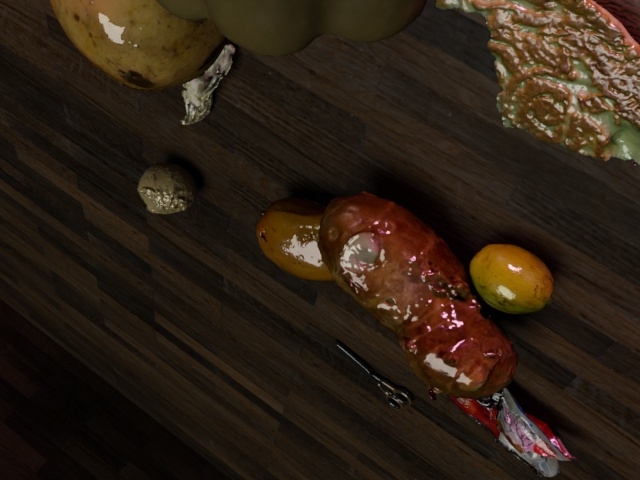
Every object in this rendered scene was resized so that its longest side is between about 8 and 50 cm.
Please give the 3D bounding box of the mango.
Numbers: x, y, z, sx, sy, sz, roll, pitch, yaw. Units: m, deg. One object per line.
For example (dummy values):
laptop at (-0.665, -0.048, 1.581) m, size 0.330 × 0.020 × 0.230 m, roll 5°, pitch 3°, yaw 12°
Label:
mango at (0.000, 0.000, 1.242) m, size 0.248 × 0.151 × 0.156 m, roll 11°, pitch 179°, yaw 20°

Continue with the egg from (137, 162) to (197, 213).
egg at (-0.327, -0.109, 1.454) m, size 0.140 × 0.116 × 0.118 m, roll 16°, pitch 165°, yaw 39°

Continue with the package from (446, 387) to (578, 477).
package at (0.362, 0.347, 1.316) m, size 0.269 × 0.071 × 0.194 m, roll 43°, pitch 146°, yaw 23°

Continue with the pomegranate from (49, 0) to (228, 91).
pomegranate at (-0.256, -0.357, 0.992) m, size 0.281 × 0.281 × 0.281 m, roll 26°, pitch 142°, yaw 22°

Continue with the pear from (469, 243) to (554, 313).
pear at (0.291, 0.061, 1.035) m, size 0.131 × 0.107 × 0.107 m, roll 38°, pitch 146°, yaw 19°

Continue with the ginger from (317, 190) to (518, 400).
ginger at (0.161, 0.097, 1.085) m, size 0.176 × 0.254 × 0.418 m, roll -40°, pitch 106°, yaw 10°

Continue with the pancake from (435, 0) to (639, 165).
pancake at (0.287, -0.196, 0.813) m, size 0.376 × 0.054 × 0.197 m, roll 47°, pitch 144°, yaw -2°

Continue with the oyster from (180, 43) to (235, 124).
oyster at (-0.202, -0.292, 1.205) m, size 0.200 × 0.061 × 0.106 m, roll -24°, pitch 92°, yaw 51°

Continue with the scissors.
scissors at (0.114, 0.302, 1.549) m, size 0.220 × 0.017 × 0.088 m, roll 40°, pitch 149°, yaw 3°

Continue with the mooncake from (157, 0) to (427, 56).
mooncake at (-0.016, -0.354, 0.674) m, size 0.378 × 0.378 × 0.201 m, roll 32°, pitch 149°, yaw 15°
